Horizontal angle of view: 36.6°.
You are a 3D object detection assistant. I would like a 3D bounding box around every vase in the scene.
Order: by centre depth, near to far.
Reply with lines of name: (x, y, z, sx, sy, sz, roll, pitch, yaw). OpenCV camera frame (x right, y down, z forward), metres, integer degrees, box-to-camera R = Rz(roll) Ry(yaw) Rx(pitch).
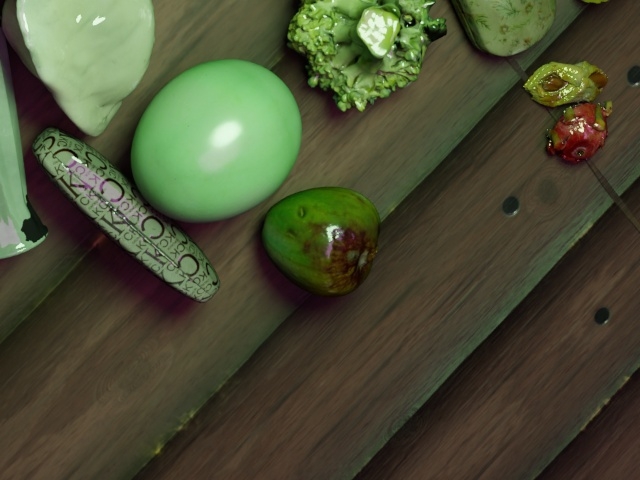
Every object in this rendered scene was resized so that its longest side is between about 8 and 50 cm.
vase: (-0.478, -0.156, 1.319, 0.165, 0.165, 0.360, -18, 115, -16)

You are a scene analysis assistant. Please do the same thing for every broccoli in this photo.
broccoli: (0.075, -0.323, 1.429, 0.247, 0.243, 0.263, -8, 104, -5)

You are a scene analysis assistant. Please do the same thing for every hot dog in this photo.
hot dog: (0.440, -0.275, 1.691, 0.169, 0.061, 0.078, -10, 109, -19)

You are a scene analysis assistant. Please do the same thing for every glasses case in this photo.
glasses case: (-0.283, -0.034, 1.437, 0.085, 0.137, 0.355, -46, 117, -2)
glasses case: (0.244, -0.491, 1.525, 0.156, 0.098, 0.425, -35, 115, -11)

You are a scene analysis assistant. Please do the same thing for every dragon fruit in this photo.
dragon fruit: (0.466, -0.183, 1.711, 0.126, 0.068, 0.112, -15, 136, -10)

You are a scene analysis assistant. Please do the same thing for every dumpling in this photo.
dumpling: (-0.324, -0.291, 1.288, 0.187, 0.243, 0.318, -14, 107, 7)

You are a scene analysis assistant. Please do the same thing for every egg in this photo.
egg: (-0.150, -0.142, 1.404, 0.269, 0.220, 0.220, -47, 118, -22)

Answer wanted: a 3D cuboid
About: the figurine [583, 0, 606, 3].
figurine: (0.553, -0.551, 1.620, 0.315, 0.168, 0.187, -32, 105, -20)

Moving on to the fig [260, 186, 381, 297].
fig: (0.000, 0.000, 1.550, 0.191, 0.181, 0.181, 21, 98, -2)
